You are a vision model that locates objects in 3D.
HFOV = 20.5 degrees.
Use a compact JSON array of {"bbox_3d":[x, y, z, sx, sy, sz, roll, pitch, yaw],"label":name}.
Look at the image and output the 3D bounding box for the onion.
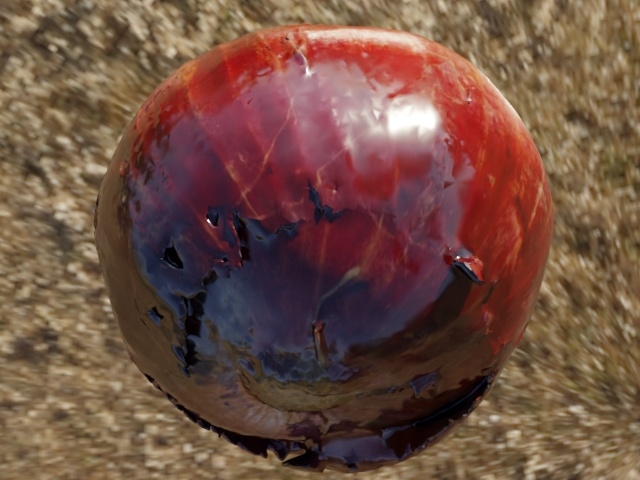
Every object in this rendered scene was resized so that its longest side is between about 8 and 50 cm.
[{"bbox_3d":[0.000,0.000,1.052,0.276,0.276,0.276,-1,84,11],"label":"onion"}]
